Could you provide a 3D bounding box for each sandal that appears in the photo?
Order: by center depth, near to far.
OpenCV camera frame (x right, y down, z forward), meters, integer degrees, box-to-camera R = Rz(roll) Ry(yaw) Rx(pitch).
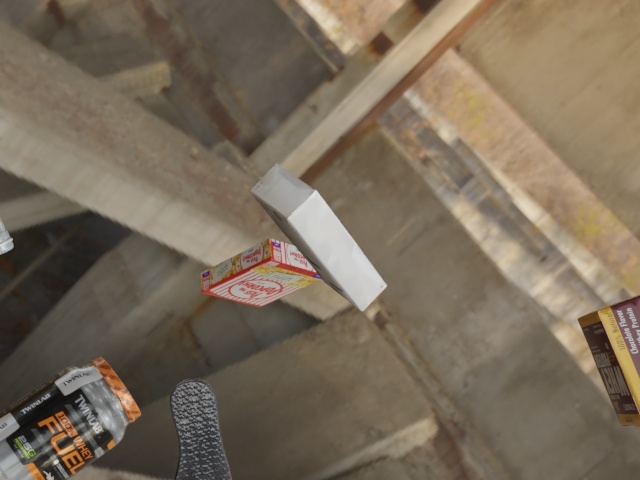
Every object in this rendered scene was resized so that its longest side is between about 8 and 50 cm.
[{"bbox_3d":[-0.188,0.344,1.622,0.097,0.254,0.054,-1,0,-8],"label":"sandal"}]

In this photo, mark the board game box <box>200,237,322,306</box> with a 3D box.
[{"bbox_3d":[-0.103,0.061,1.879,0.147,0.193,0.045,17,58,-42],"label":"board game box"}]

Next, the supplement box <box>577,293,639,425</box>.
[{"bbox_3d":[0.546,0.173,1.625,0.129,0.194,0.191,90,-20,-80],"label":"supplement box"}]

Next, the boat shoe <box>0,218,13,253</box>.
[{"bbox_3d":[-0.593,0.042,1.563,0.103,0.320,0.118,56,26,-3],"label":"boat shoe"}]

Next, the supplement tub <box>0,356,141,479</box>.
[{"bbox_3d":[-0.539,0.388,2.093,0.193,0.316,0.193,47,-19,22],"label":"supplement tub"}]

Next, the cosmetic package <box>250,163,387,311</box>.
[{"bbox_3d":[0.000,0.000,1.453,0.099,0.060,0.239,34,-13,45],"label":"cosmetic package"}]
